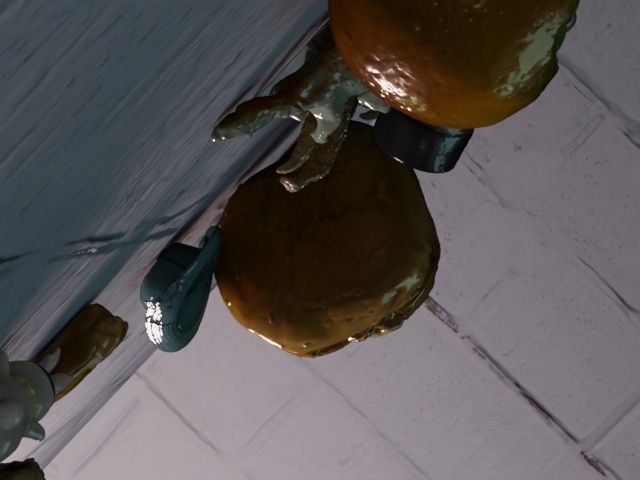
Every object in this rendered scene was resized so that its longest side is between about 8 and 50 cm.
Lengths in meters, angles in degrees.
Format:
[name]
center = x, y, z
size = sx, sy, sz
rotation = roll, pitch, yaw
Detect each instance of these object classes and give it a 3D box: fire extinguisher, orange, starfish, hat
[fire extinguisher]
center = 0.169, -0.276, 1.492
size = 0.376, 0.113, 0.200
rotation = -65, -148, 32
[orange]
center = 0.094, -0.165, 0.948
size = 0.158, 0.179, 0.237
rotation = -49, -179, 2
[starfish]
center = 0.047, -0.198, 1.506
size = 0.302, 0.060, 0.299
rotation = -61, 166, 26
[hat]
center = -0.182, 0.053, 1.618
size = 0.138, 0.078, 0.191
rotation = -57, 169, -45

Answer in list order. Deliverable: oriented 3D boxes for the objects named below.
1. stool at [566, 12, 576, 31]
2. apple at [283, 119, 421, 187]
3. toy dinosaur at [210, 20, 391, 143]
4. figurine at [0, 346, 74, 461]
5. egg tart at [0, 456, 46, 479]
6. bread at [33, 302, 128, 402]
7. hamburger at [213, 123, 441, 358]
[stool]
center = 0.256, -0.315, 1.918
size = 0.195, 0.195, 0.199
rotation = -46, 177, 13
[apple]
center = 0.027, -0.041, 2.015
size = 0.305, 0.235, 0.306
rotation = -47, 178, -2
[toy dinosaur]
center = 0.045, -0.180, 1.243
size = 0.393, 0.092, 0.205
rotation = -38, 171, -17
[figurine]
center = -0.275, 0.131, 1.093
size = 0.098, 0.081, 0.146
rotation = -3, -168, 7
[egg tart]
center = -0.378, 0.285, 1.187
size = 0.295, 0.116, 0.295
rotation = -44, 179, -1
[bread]
center = -0.261, 0.123, 1.377
size = 0.132, 0.053, 0.074
rotation = -45, 179, -9
[hamburger]
center = 0.000, 0.000, 1.679
size = 0.318, 0.318, 0.158
rotation = -47, 150, 2
